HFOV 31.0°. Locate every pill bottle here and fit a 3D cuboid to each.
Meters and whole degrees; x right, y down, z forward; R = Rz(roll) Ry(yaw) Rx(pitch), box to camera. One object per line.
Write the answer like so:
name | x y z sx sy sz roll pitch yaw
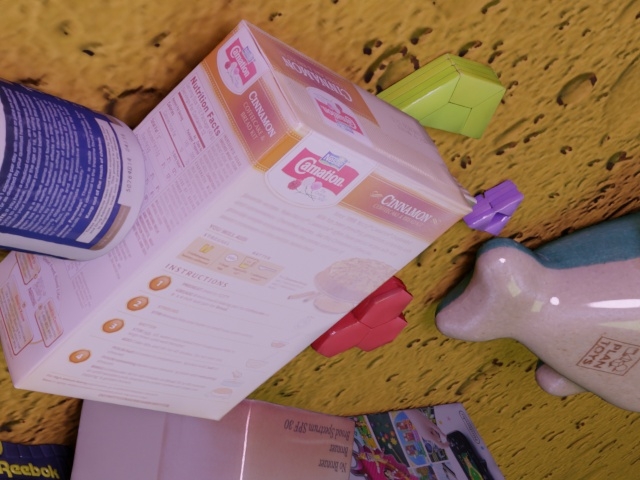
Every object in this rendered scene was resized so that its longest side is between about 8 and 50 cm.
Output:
pill bottle | -0.132 -0.032 0.458 0.067 0.067 0.120 -42 151 21

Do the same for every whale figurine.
whale figurine | 0.223 0.036 0.901 0.272 0.141 0.216 9 139 -17

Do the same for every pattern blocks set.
pattern blocks set | 0.000 0.000 0.692 0.325 0.026 0.285 0 140 -44

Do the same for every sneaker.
sneaker | -0.196 0.167 0.755 0.059 0.053 0.144 -40 143 16

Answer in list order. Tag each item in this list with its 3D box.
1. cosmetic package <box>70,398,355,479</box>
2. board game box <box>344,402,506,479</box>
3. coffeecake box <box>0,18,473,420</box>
cosmetic package | -0.078 0.247 0.725 0.129 0.296 0.153 2 170 27
board game box | 0.061 0.267 0.993 0.303 0.224 0.097 2 140 -48
coffeecake box | -0.043 0.002 0.555 0.185 0.068 0.142 -41 146 21
